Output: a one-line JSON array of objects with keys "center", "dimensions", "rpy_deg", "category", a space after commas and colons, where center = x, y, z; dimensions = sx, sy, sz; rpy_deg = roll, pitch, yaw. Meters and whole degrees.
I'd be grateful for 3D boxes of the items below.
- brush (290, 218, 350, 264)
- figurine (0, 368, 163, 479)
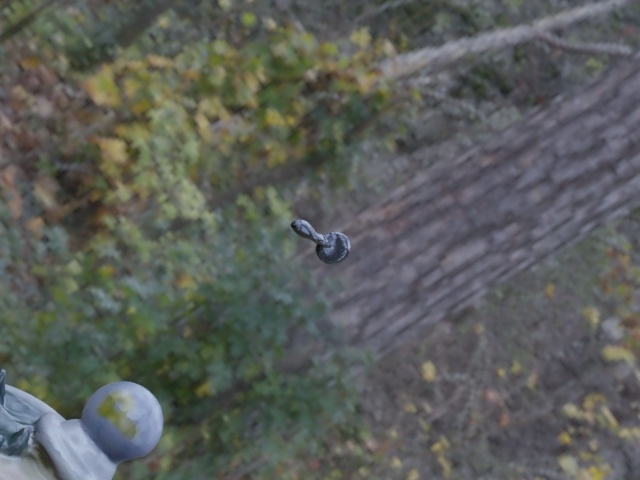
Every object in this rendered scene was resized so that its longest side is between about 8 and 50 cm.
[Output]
[{"center": [0.000, 0.000, 0.912], "dimensions": [0.008, 0.024, 0.083], "rpy_deg": [44, 6, 28], "category": "brush"}, {"center": [-0.157, 0.220, 0.825], "dimensions": [0.382, 0.261, 0.186], "rpy_deg": [31, -22, -1], "category": "figurine"}]
